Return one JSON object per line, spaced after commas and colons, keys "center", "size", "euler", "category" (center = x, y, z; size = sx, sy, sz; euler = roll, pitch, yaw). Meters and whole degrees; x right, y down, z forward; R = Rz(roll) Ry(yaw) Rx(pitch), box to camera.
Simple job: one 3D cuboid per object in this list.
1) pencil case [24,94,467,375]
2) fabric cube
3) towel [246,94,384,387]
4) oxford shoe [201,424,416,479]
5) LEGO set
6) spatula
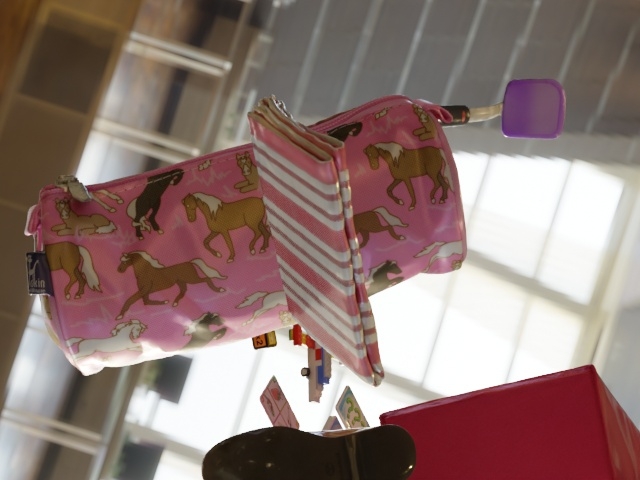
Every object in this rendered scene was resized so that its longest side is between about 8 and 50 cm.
{"center": [-0.061, -0.008, 1.313], "size": [0.167, 0.386, 0.160], "euler": [82, -8, -54], "category": "pencil case"}
{"center": [0.236, 0.319, 1.666], "size": [0.258, 0.254, 0.259], "euler": [48, 32, -58], "category": "fabric cube"}
{"center": [0.000, 0.000, 1.113], "size": [0.144, 0.029, 0.197], "euler": [40, -35, 58], "category": "towel"}
{"center": [-0.020, 0.202, 1.326], "size": [0.076, 0.212, 0.076], "euler": [-13, -103, 54], "category": "oxford shoe"}
{"center": [0.003, 0.178, 1.742], "size": [0.244, 0.060, 0.182], "euler": [64, 31, -21], "category": "LEGO set"}
{"center": [0.205, -0.168, 1.966], "size": [0.030, 0.296, 0.084], "euler": [25, -64, 51], "category": "spatula"}
